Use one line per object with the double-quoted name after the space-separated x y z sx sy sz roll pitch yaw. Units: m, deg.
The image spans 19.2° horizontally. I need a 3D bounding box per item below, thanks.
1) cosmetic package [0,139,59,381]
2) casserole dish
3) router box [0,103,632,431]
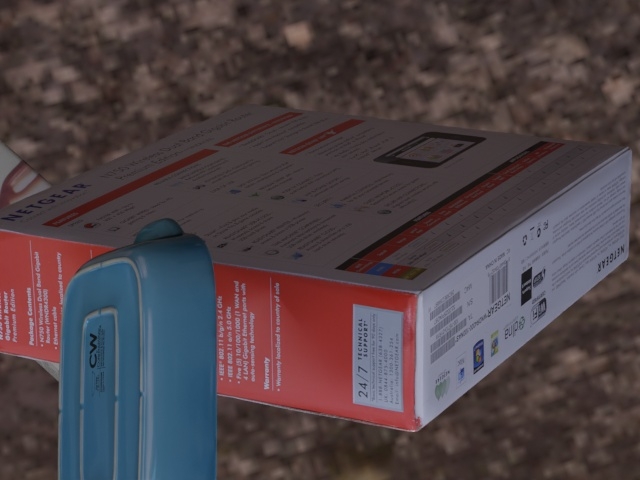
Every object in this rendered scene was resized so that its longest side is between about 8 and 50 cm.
-0.235 0.055 1.787 0.129 0.296 0.153 -48 170 -11 "cosmetic package"
-0.094 0.080 0.930 0.037 0.188 0.114 8 166 -34 "casserole dish"
0.000 0.000 1.197 0.301 0.082 0.335 8 -160 28 "router box"
